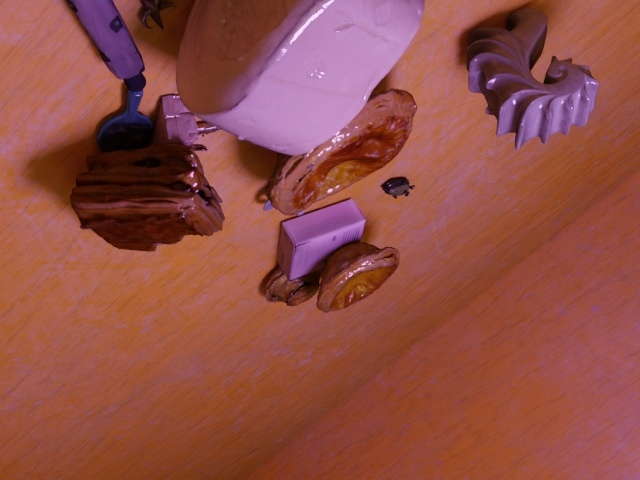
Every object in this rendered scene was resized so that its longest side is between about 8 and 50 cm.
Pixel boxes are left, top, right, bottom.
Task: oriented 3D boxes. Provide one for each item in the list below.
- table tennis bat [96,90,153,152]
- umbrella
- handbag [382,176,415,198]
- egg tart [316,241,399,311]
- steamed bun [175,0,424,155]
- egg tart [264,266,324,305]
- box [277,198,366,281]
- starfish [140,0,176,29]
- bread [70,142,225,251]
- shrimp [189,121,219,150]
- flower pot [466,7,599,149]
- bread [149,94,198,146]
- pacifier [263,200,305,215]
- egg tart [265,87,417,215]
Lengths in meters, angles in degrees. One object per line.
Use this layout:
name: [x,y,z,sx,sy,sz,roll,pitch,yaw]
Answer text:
table tennis bat: [-0.412,-0.252,1.519,0.124,0.033,0.201,-10,149,-33]
umbrella: [-0.392,-0.391,1.287,0.073,0.067,0.337,-17,150,1]
handbag: [0.239,-0.165,2.245,0.111,0.047,0.072,-7,142,-40]
egg tart: [0.104,0.100,2.243,0.318,0.128,0.319,-27,158,-12]
steamed bun: [-0.045,-0.403,1.377,0.456,0.290,0.371,-44,153,22]
egg tart: [-0.075,0.144,2.370,0.241,0.106,0.241,-27,154,-15]
box: [0.000,0.000,2.211,0.251,0.106,0.203,-19,149,-20]
starfish: [-0.307,-0.439,1.333,0.091,0.028,0.078,-49,153,23]
bread: [-0.369,-0.091,1.597,0.313,0.192,0.370,-3,166,5]
shrimp: [-0.262,-0.249,1.667,0.127,0.025,0.091,-22,150,-8]
flower pot: [0.517,-0.418,1.811,0.254,0.368,0.165,-22,150,-2]
bread: [-0.340,-0.251,1.596,0.077,0.105,0.152,-8,175,-36]
pacifier: [-0.084,-0.117,1.952,0.150,0.116,0.127,-46,174,17]
egg tart: [0.032,-0.245,1.749,0.443,0.178,0.443,-32,166,-9]
